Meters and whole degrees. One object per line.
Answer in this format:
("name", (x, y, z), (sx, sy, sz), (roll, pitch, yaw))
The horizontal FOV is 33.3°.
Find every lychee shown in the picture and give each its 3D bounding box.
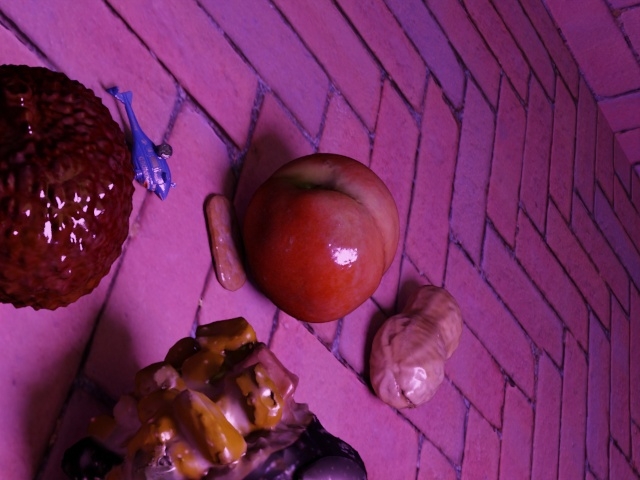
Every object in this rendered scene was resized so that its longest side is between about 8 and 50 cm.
("lychee", (-0.318, -0.055, 1.112), (0.260, 0.261, 0.260), (29, 55, -51))

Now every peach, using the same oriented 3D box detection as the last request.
("peach", (0.000, 0.000, 1.613), (0.252, 0.252, 0.252), (29, 55, -51))

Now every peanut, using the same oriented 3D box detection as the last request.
("peanut", (0.177, 0.185, 1.924), (0.313, 0.149, 0.149), (-43, 115, -56))

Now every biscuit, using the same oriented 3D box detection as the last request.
("biscuit", (-0.139, 0.003, 1.587), (0.071, 0.018, 0.147), (-5, 85, -58))

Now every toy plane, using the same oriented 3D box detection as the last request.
("toy plane", (-0.243, -0.130, 1.445), (0.062, 0.054, 0.167), (-26, 103, -33))

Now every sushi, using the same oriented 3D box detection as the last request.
("sushi", (-0.144, 0.277, 1.214), (0.329, 0.328, 0.285), (-39, 99, -41))
